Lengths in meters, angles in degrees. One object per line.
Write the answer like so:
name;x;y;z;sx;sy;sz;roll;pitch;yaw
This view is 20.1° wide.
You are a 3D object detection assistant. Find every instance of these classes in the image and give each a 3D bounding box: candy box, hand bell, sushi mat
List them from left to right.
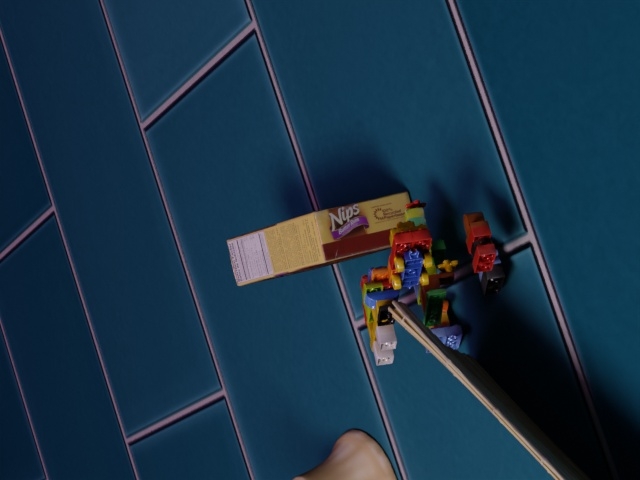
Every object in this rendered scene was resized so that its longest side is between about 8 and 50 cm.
hand bell;-0.052;0.280;1.817;0.126;0.242;0.126;30;126;52
candy box;0.000;0.000;1.750;0.187;0.109;0.053;-14;89;61
sushi mat;0.180;0.168;1.511;0.019;0.151;0.316;-48;49;5

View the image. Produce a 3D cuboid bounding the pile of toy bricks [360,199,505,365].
pile of toy bricks;0.091;0.017;1.621;0.212;0.118;0.105;97;163;-60
